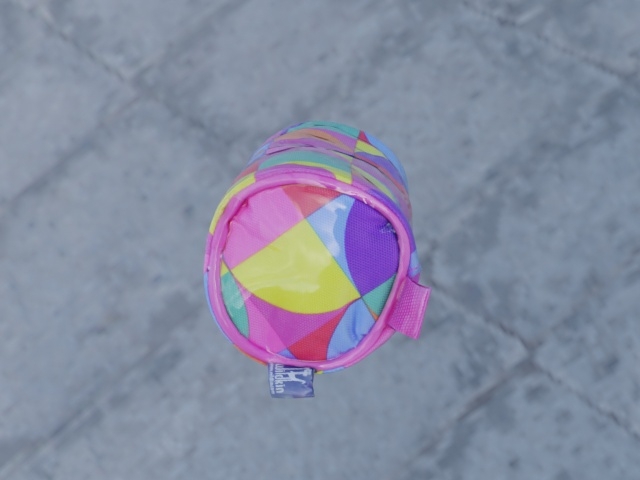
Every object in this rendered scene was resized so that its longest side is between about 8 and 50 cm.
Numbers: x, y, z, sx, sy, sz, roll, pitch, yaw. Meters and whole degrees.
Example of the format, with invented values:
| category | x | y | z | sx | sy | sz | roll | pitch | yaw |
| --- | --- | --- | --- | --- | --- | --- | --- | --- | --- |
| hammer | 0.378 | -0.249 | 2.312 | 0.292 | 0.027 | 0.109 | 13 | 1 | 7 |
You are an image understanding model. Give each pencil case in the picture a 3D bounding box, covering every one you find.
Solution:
| category | x | y | z | sx | sy | sz | roll | pitch | yaw |
| --- | --- | --- | --- | --- | --- | --- | --- | --- | --- |
| pencil case | 0.000 | 0.000 | 0.936 | 0.104 | 0.104 | 0.236 | -31 | 9 | 7 |
